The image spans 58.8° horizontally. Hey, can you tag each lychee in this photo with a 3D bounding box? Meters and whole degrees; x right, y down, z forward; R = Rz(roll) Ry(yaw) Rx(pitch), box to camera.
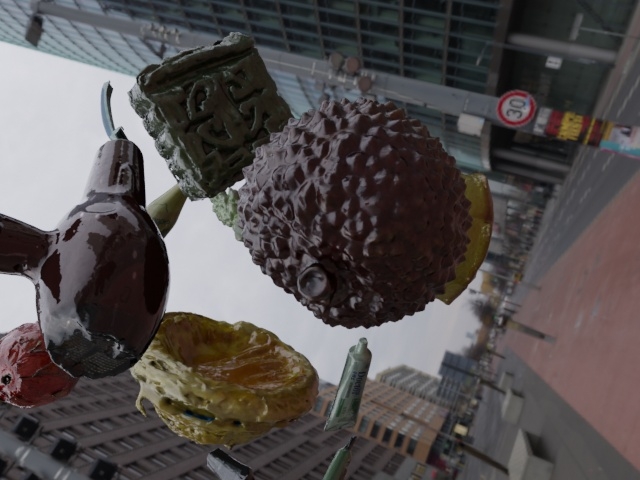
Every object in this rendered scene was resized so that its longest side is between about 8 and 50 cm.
[{"bbox_3d":[0.048,-0.036,0.735,0.306,0.305,0.330,88,-157,-46],"label":"lychee"}]

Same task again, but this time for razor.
[{"bbox_3d":[-0.384,-0.229,1.045,0.037,0.191,0.068,-24,-35,-7],"label":"razor"}]

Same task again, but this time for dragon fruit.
[{"bbox_3d":[-0.740,0.322,1.496,0.252,0.240,0.241,-160,88,-77],"label":"dragon fruit"}]

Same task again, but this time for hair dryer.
[{"bbox_3d":[0.014,0.285,0.682,0.150,0.071,0.048,-48,-23,-53],"label":"hair dryer"},{"bbox_3d":[-0.307,-0.034,0.533,0.340,0.313,0.123,20,-56,-36],"label":"hair dryer"}]

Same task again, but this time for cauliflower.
[{"bbox_3d":[-0.112,-0.113,1.304,0.238,0.256,0.316,1,-77,-36],"label":"cauliflower"}]

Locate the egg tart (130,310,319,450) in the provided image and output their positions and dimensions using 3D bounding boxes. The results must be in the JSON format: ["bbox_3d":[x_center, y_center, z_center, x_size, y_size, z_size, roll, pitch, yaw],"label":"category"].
[{"bbox_3d":[-0.192,0.269,1.097,0.387,0.387,0.169,-17,-54,-67],"label":"egg tart"}]

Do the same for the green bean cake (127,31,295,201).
[{"bbox_3d":[-0.187,-0.227,1.029,0.241,0.132,0.255,-31,-80,-24],"label":"green bean cake"}]

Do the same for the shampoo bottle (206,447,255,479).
[{"bbox_3d":[-0.139,0.385,0.929,0.027,0.137,0.048,46,-111,-39],"label":"shampoo bottle"}]

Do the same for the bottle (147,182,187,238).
[{"bbox_3d":[-0.383,-0.073,1.395,0.270,0.083,0.083,-49,-15,13],"label":"bottle"}]

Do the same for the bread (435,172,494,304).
[{"bbox_3d":[0.244,-0.011,1.125,0.270,0.147,0.270,-167,90,-83],"label":"bread"}]

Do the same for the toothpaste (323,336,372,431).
[{"bbox_3d":[0.052,0.251,0.970,0.064,0.041,0.218,-3,-56,-22],"label":"toothpaste"}]
